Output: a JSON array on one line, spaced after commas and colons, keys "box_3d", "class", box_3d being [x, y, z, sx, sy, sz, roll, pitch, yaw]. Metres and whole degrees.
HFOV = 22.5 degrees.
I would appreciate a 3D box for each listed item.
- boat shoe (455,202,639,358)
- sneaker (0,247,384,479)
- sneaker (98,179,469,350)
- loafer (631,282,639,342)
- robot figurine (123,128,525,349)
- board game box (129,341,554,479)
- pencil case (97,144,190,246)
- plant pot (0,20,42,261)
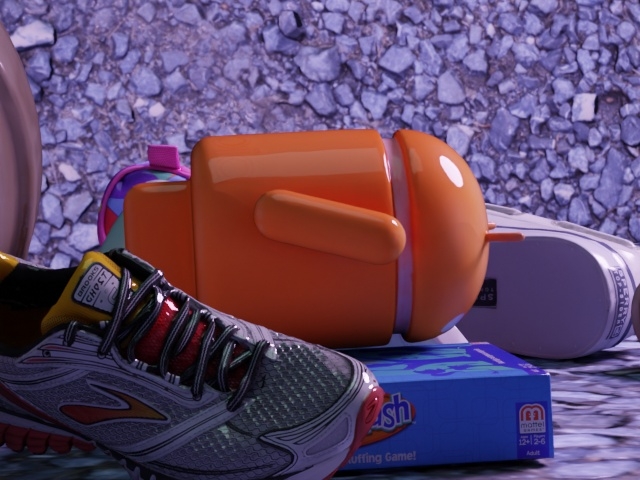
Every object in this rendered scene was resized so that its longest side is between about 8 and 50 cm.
[{"box_3d": [0.140, 0.021, 1.363, 0.156, 0.136, 0.367, -5, 6, -44], "class": "boat shoe"}, {"box_3d": [-0.080, 0.057, 0.715, 0.225, 0.092, 0.088, 8, 43, 23], "class": "sneaker"}, {"box_3d": [-0.037, 0.076, 1.013, 0.256, 0.151, 0.094, 24, -33, 10], "class": "sneaker"}, {"box_3d": [0.356, 0.044, 1.122, 0.268, 0.102, 0.092, -11, 3, 4], "class": "loafer"}, {"box_3d": [0.000, 0.001, 0.913, 0.219, 0.128, 0.158, -3, -39, -5], "class": "robot figurine"}, {"box_3d": [0.004, 0.089, 0.860, 0.210, 0.047, 0.160, -3, 2, -6], "class": "board game box"}, {"box_3d": [-0.111, 0.014, 1.315, 0.104, 0.104, 0.236, -2, -21, 5], "class": "pencil case"}, {"box_3d": [-0.300, -0.004, 0.792, 0.323, 0.323, 0.280, -3, 18, -9], "class": "plant pot"}]
